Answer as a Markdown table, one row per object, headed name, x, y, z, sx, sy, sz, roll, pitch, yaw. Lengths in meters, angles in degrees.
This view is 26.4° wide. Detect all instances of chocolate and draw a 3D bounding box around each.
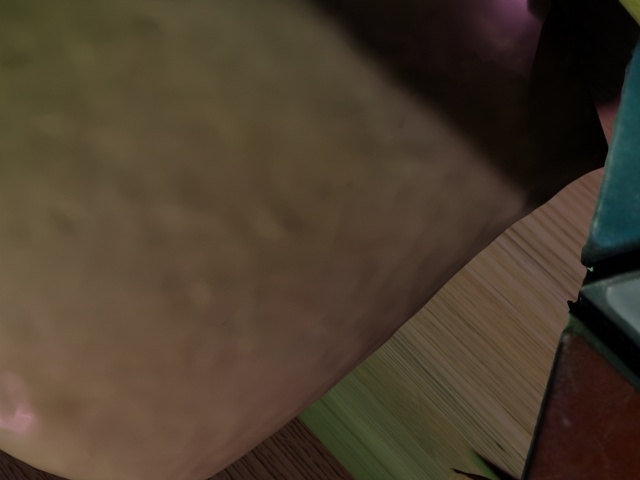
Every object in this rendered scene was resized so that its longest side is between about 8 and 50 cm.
| name | x | y | z | sx | sy | sz | roll | pitch | yaw |
| --- | --- | --- | --- | --- | --- | --- | --- | --- | --- |
| chocolate | -0.091 | -0.054 | 0.540 | 0.314 | 0.297 | 0.326 | 45 | 176 | 25 |

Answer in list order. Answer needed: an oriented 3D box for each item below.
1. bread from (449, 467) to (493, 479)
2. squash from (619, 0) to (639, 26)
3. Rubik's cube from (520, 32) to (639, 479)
| name | x | y | z | sx | sy | sz | roll | pitch | yaw |
| --- | --- | --- | --- | --- | --- | --- | --- | --- | --- |
| bread | 0.189 | 0.285 | 1.297 | 0.119 | 0.067 | 0.192 | 60 | 166 | -17 |
| squash | 0.118 | -0.053 | 0.333 | 0.224 | 0.094 | 0.094 | 48 | 172 | -31 |
| Rubik's cube | 0.226 | 0.106 | 0.488 | 0.234 | 0.284 | 0.250 | 14 | 176 | 36 |
